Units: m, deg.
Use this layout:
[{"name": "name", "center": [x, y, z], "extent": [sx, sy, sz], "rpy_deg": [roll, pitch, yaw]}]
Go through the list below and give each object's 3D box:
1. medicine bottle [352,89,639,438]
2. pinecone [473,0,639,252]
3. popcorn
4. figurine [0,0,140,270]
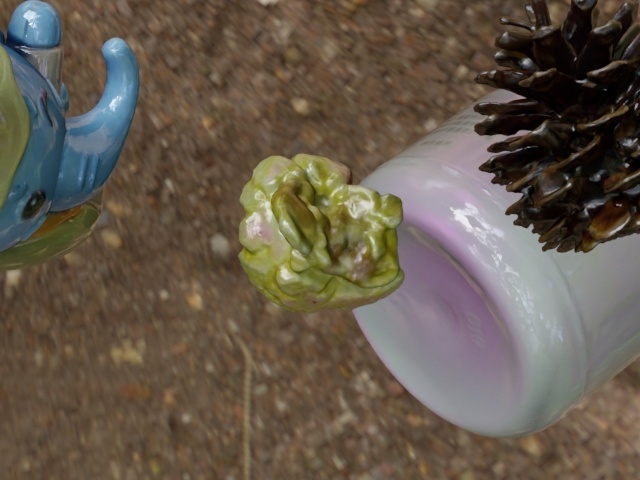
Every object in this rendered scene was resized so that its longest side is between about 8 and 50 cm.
[{"name": "medicine bottle", "center": [0.202, -0.013, 1.667], "extent": [0.325, 0.256, 0.256], "rpy_deg": [-35, 112, -31]}, {"name": "pinecone", "center": [0.169, -0.080, 1.246], "extent": [0.163, 0.163, 0.165], "rpy_deg": [-30, 86, -3]}, {"name": "popcorn", "center": [0.000, 0.001, 1.244], "extent": [0.097, 0.089, 0.109], "rpy_deg": [-51, 124, -12]}, {"name": "figurine", "center": [-0.201, -0.061, 1.163], "extent": [0.154, 0.262, 0.180], "rpy_deg": [36, 107, 10]}]
